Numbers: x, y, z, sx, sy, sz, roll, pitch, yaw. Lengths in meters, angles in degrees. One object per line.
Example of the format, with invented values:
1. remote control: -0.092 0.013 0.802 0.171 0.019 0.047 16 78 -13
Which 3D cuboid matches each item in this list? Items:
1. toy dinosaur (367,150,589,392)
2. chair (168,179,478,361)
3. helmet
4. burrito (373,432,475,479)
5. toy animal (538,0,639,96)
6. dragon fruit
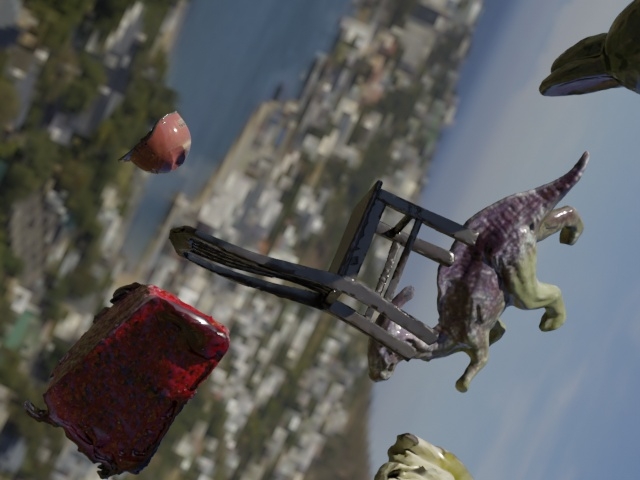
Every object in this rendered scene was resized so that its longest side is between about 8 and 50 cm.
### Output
1. toy dinosaur: 0.168 0.042 1.691 0.294 0.077 0.162 -52 137 -7
2. chair: 0.000 0.000 1.322 0.101 0.212 0.084 -66 -175 -19
3. helmet: -0.168 -0.093 1.833 0.084 0.049 0.065 -42 180 24
4. burrito: 0.101 0.325 1.656 0.135 0.190 0.332 -56 -178 23
5. toy animal: 0.265 -0.159 1.239 0.138 0.108 0.236 -55 -177 -38
6. dragon fruit: -0.141 0.092 1.300 0.147 0.102 0.096 -46 -159 6
